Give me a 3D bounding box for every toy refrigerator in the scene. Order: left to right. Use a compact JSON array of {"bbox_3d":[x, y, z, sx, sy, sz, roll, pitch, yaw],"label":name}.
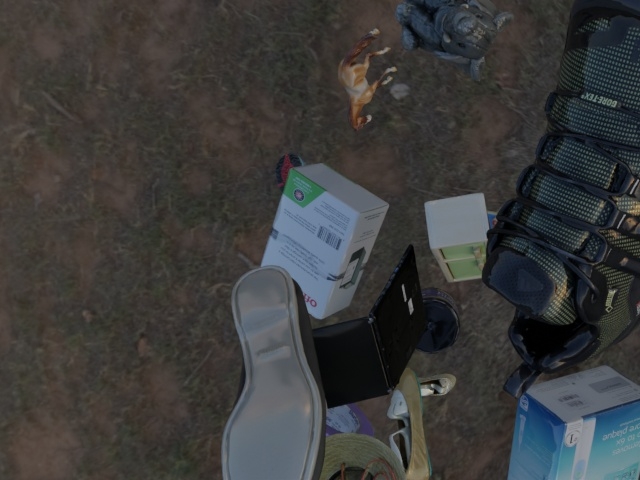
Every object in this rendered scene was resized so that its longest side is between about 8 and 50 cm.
[{"bbox_3d":[0.264,0.007,1.296,0.102,0.269,0.094,-9,71,14],"label":"toy refrigerator"}]

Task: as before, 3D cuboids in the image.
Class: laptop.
[{"bbox_3d":[0.071,0.163,1.267,0.137,0.264,0.234,14,142,28],"label":"laptop"}]

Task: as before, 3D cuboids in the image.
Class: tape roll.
[{"bbox_3d":[0.004,0.362,1.381,0.189,0.189,0.080,36,104,20],"label":"tape roll"}]

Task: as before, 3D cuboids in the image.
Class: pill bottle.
[{"bbox_3d":[0.250,0.172,1.592,0.123,0.219,0.122,1,96,9],"label":"pill bottle"}]

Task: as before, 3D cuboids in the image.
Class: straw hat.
[{"bbox_3d":[0.041,0.289,0.802,0.145,0.061,0.144,-9,68,23],"label":"straw hat"}]

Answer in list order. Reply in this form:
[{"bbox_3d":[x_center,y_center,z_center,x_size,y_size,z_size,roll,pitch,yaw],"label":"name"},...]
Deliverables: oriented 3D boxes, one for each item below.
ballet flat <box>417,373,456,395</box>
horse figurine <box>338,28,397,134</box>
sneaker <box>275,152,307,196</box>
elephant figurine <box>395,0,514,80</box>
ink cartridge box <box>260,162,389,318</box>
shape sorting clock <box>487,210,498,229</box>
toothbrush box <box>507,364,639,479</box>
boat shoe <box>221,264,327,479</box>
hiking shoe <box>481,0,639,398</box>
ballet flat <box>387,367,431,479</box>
[{"bbox_3d":[0.273,0.362,1.732,0.052,0.168,0.057,31,118,59],"label":"ballet flat"},{"bbox_3d":[0.106,-0.404,1.743,0.174,0.263,0.066,-42,60,-7],"label":"horse figurine"},{"bbox_3d":[-0.046,-0.101,1.910,0.104,0.125,0.261,-9,77,29],"label":"sneaker"},{"bbox_3d":[0.249,-0.360,1.228,0.239,0.186,0.169,48,154,45],"label":"elephant figurine"},{"bbox_3d":[0.000,0.000,1.614,0.211,0.122,0.289,35,122,26],"label":"ink cartridge box"},{"bbox_3d":[0.400,0.017,1.605,0.206,0.040,0.206,32,151,20],"label":"shape sorting clock"},{"bbox_3d":[0.480,0.408,1.329,0.126,0.217,0.295,-138,45,-57],"label":"toothbrush box"},{"bbox_3d":[-0.042,0.172,0.782,0.112,0.095,0.335,-17,43,10],"label":"boat shoe"},{"bbox_3d":[0.133,-0.013,0.339,0.086,0.114,0.226,28,142,38],"label":"hiking shoe"},{"bbox_3d":[0.174,0.377,1.445,0.080,0.073,0.232,133,133,-62],"label":"ballet flat"}]
